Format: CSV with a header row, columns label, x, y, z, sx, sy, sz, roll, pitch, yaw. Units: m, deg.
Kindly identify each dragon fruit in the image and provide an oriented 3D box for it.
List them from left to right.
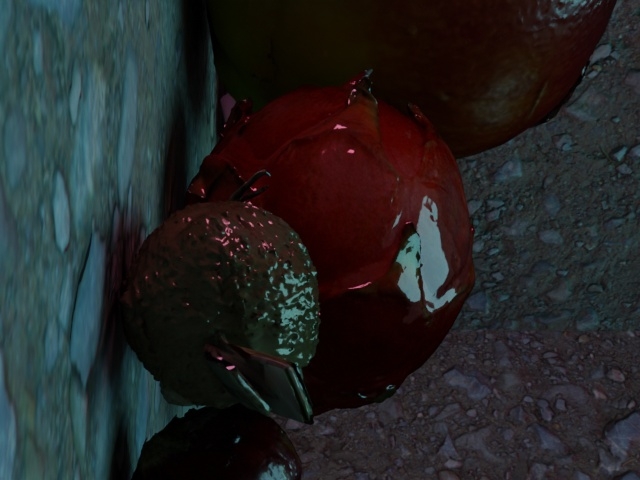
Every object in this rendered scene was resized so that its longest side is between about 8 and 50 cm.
label,x,y,z,sx,sy,sz,roll,pitch,yaw
dragon fruit,0.001,0.010,0.922,0.252,0.241,0.241,-50,155,-35

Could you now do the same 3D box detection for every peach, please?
label,x,y,z,sx,sy,sz,roll,pitch,yaw
peach,0.073,-0.234,1.069,0.370,0.370,0.370,-179,-90,-89

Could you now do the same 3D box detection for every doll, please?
label,x,y,z,sx,sy,sz,roll,pitch,yaw
doll,-0.052,0.036,0.653,0.221,0.105,0.115,-90,-178,-76

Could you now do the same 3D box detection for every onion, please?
label,x,y,z,sx,sy,sz,roll,pitch,yaw
onion,-0.056,0.136,0.660,0.107,0.097,0.107,-45,-175,5

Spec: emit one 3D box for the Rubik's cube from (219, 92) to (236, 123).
label,x,y,z,sx,sy,sz,roll,pitch,yaw
Rubik's cube,-0.016,-0.154,1.400,0.224,0.212,0.265,111,-26,-44
